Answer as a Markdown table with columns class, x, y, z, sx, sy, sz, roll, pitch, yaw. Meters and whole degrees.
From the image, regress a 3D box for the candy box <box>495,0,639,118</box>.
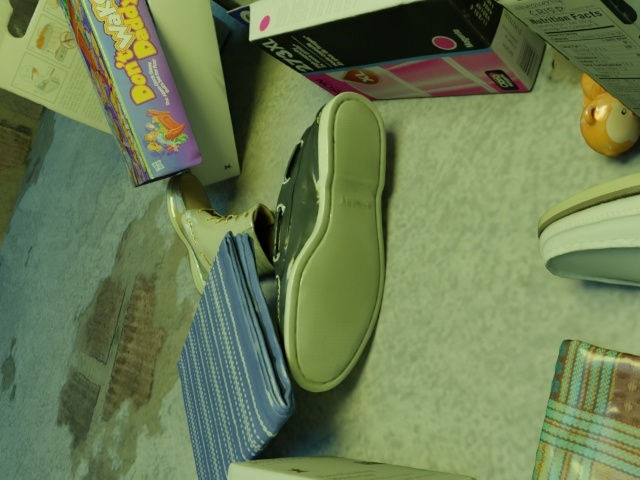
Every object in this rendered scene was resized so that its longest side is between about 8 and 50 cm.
| class | x | y | z | sx | sy | sz | roll | pitch | yaw |
| --- | --- | --- | --- | --- | --- | --- | --- | --- | --- |
| candy box | 0.239 | -0.174 | 0.318 | 0.071 | 0.233 | 0.159 | 30 | 99 | 59 |

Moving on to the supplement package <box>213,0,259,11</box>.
| class | x | y | z | sx | sy | sz | roll | pitch | yaw |
| --- | --- | --- | --- | --- | --- | --- | --- | --- | --- |
| supplement package | -0.103 | -0.523 | 0.830 | 0.199 | 0.198 | 0.263 | 43 | 106 | 46 |

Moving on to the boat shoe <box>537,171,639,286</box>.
| class | x | y | z | sx | sy | sz | roll | pitch | yaw |
| --- | --- | --- | --- | --- | --- | --- | --- | --- | --- |
| boat shoe | 0.284 | 0.016 | 0.298 | 0.302 | 0.113 | 0.103 | -4 | 67 | 44 |

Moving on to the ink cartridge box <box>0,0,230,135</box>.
| class | x | y | z | sx | sy | sz | roll | pitch | yaw |
| --- | --- | --- | --- | --- | --- | --- | --- | --- | --- |
| ink cartridge box | -0.406 | -0.373 | 0.946 | 0.091 | 0.385 | 0.308 | 42 | 106 | 45 |

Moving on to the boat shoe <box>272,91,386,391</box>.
| class | x | y | z | sx | sy | sz | roll | pitch | yaw |
| --- | --- | --- | --- | --- | --- | --- | --- | --- | --- |
| boat shoe | -0.003 | -0.001 | 0.593 | 0.113 | 0.127 | 0.340 | -6 | 79 | 55 |

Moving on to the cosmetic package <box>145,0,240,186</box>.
| class | x | y | z | sx | sy | sz | roll | pitch | yaw |
| --- | --- | --- | --- | --- | --- | --- | --- | --- | --- |
| cosmetic package | -0.257 | -0.317 | 0.833 | 0.284 | 0.097 | 0.377 | 41 | 145 | 44 |

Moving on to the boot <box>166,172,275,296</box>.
| class | x | y | z | sx | sy | sz | roll | pitch | yaw |
| --- | --- | --- | --- | --- | --- | --- | --- | --- | --- |
| boot | -0.145 | -0.029 | 0.754 | 0.165 | 0.077 | 0.213 | -25 | 81 | 36 |

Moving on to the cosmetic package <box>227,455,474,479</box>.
| class | x | y | z | sx | sy | sz | roll | pitch | yaw |
| --- | --- | --- | --- | --- | --- | --- | --- | --- | --- |
| cosmetic package | 0.023 | 0.283 | 0.437 | 0.183 | 0.151 | 0.151 | -13 | 66 | 41 |

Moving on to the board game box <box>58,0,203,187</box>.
| class | x | y | z | sx | sy | sz | roll | pitch | yaw |
| --- | --- | --- | --- | --- | --- | --- | --- | --- | --- |
| board game box | -0.298 | -0.261 | 0.749 | 0.233 | 0.078 | 0.347 | 4 | 115 | 64 |

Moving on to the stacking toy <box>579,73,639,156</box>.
| class | x | y | z | sx | sy | sz | roll | pitch | yaw |
| --- | --- | --- | --- | --- | --- | --- | --- | --- | --- |
| stacking toy | 0.236 | -0.221 | 0.419 | 0.166 | 0.175 | 0.302 | -11 | 82 | 64 |

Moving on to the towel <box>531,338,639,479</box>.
| class | x | y | z | sx | sy | sz | roll | pitch | yaw |
| --- | --- | --- | --- | --- | --- | --- | --- | --- | --- |
| towel | 0.245 | 0.270 | 0.298 | 0.271 | 0.040 | 0.370 | 7 | 80 | 46 |

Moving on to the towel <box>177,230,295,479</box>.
| class | x | y | z | sx | sy | sz | roll | pitch | yaw |
| --- | --- | --- | --- | --- | --- | --- | --- | --- | --- |
| towel | -0.123 | 0.179 | 0.642 | 0.336 | 0.040 | 0.243 | -61 | 40 | 42 |

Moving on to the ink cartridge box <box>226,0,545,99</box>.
| class | x | y | z | sx | sy | sz | roll | pitch | yaw |
| --- | --- | --- | --- | --- | --- | --- | --- | --- | --- |
| ink cartridge box | 0.047 | -0.232 | 0.585 | 0.371 | 0.176 | 0.069 | 17 | 89 | 48 |
